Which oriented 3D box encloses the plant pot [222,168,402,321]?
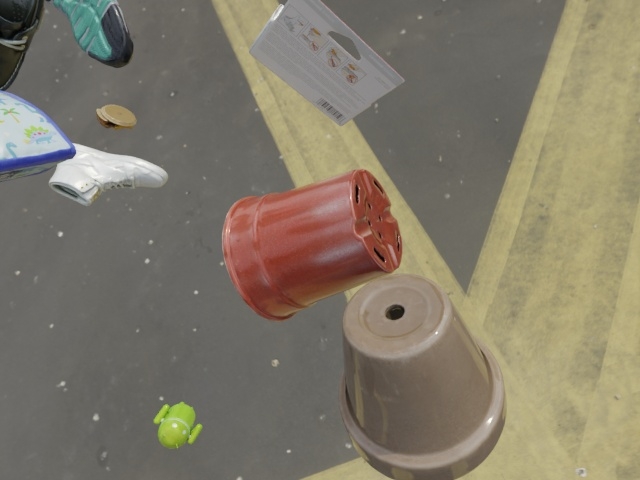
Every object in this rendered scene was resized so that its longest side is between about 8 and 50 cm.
[{"bbox_3d":[0.000,0.000,0.827,0.264,0.272,0.273,-18,57,29],"label":"plant pot"}]

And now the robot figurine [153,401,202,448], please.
[{"bbox_3d":[-0.319,0.412,0.937,0.101,0.115,0.067,38,97,-9],"label":"robot figurine"}]

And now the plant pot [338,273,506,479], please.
[{"bbox_3d":[0.129,0.179,0.627,0.262,0.229,0.263,-15,36,11],"label":"plant pot"}]

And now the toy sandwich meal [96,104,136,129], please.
[{"bbox_3d":[-0.472,-0.283,0.979,0.029,0.085,0.086,-53,50,32],"label":"toy sandwich meal"}]

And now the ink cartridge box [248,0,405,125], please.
[{"bbox_3d":[0.014,-0.387,0.896,0.238,0.275,0.060,-18,44,56],"label":"ink cartridge box"}]

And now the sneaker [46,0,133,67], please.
[{"bbox_3d":[-0.319,-0.329,0.626,0.083,0.098,0.224,-45,73,16],"label":"sneaker"}]

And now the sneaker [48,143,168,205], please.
[{"bbox_3d":[-0.603,-0.160,1.206,0.292,0.108,0.169,12,58,-10],"label":"sneaker"}]

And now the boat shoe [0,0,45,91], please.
[{"bbox_3d":[-0.511,-0.366,0.670,0.091,0.114,0.303,40,119,24],"label":"boat shoe"}]

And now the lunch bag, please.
[{"bbox_3d":[-0.372,-0.106,0.458,0.151,0.096,0.129,21,30,20],"label":"lunch bag"}]
